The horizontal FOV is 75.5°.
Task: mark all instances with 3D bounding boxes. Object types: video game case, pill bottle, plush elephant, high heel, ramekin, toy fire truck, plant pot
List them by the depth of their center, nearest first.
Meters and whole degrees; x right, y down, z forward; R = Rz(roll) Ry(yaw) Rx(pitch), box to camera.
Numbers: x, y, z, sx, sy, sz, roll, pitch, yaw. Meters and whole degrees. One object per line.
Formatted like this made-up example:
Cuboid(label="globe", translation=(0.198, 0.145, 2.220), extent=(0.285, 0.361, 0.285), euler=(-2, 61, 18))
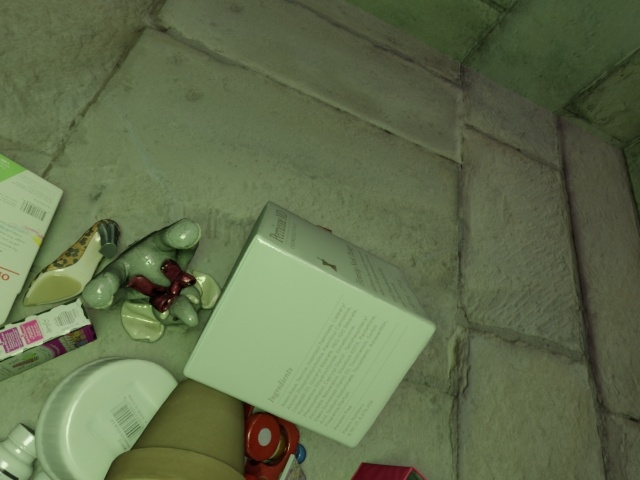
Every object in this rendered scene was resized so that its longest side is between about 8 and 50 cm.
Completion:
Cuboid(label="plant pot", translation=(-0.242, 0.402, 0.793), extent=(0.263, 0.263, 0.229), euler=(25, 35, -12))
Cuboid(label="pill bottle", translation=(-0.639, 0.464, 0.802), extent=(0.108, 0.108, 0.193), euler=(40, 56, -2))
Cuboid(label="ramekin", translation=(-0.424, 0.382, 0.872), extent=(0.277, 0.135, 0.277), euler=(20, 60, -39))
Cuboid(label="video game case", translation=(-0.068, 0.577, 0.976), extent=(0.011, 0.122, 0.087), euler=(4, 39, 25))
Cuboid(label="toy fire truck", translation=(-0.148, 0.540, 0.979), extent=(0.254, 0.169, 0.302), euler=(42, 51, -33))
Cuboid(label="plush elephant", translation=(-0.380, 0.119, 1.016), extent=(0.272, 0.330, 0.255), euler=(-39, 109, -20))
Cuboid(label="high heel", translation=(-0.624, 0.051, 1.049), extent=(0.261, 0.186, 0.093), euler=(-36, 125, -6))

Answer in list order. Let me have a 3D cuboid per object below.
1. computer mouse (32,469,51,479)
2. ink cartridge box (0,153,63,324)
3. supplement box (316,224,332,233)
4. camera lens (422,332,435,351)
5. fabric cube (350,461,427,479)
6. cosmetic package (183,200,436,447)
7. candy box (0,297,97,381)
Cuboid(label="computer mouse", translation=(-0.558, 0.566, 0.828), extent=(0.105, 0.042, 0.193), euler=(-1, 67, -24))
Cuboid(label="ink cartridge box", translation=(-0.754, -0.006, 0.912), extent=(0.207, 0.119, 0.354), euler=(45, 42, -50))
Cuboid(label="supplement box", translation=(0.000, 0.000, 1.356), extent=(0.054, 0.043, 0.083), euler=(21, 60, -14))
Cuboid(label="camera lens", translation=(0.172, 0.221, 1.223), extent=(0.274, 0.219, 0.219), euler=(49, 57, 3))
Cuboid(label="fabric cube", translation=(0.169, 0.716, 0.962), extent=(0.254, 0.258, 0.259), euler=(47, 56, 1))
Cuboid(label="cosmetic package", translation=(-0.028, 0.167, 0.932), extent=(0.393, 0.328, 0.329), euler=(27, 14, -10))
Cuboid(label="candy box", translation=(-0.624, 0.221, 0.895), extent=(0.233, 0.159, 0.071), euler=(-24, 76, -32))
